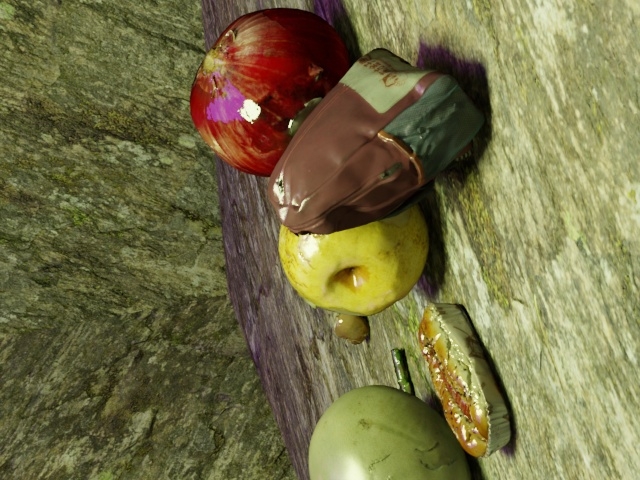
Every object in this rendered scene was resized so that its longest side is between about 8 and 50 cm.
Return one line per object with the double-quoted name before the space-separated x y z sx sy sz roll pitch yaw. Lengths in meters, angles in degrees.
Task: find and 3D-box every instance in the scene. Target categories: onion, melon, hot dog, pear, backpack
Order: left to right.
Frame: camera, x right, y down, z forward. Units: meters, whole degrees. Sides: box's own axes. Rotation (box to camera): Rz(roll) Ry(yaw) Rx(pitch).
"onion" -0.085 -0.290 1.945 0.341 0.341 0.341 169 90 -77
"pear" 0.055 -0.007 1.704 0.271 0.271 0.271 169 90 -77
"backpack" 0.067 -0.124 1.485 0.197 0.317 0.283 45 180 -21
"melon" 0.122 0.413 1.736 0.330 0.268 0.268 53 153 38
"hot dog" 0.222 0.219 1.583 0.144 0.075 0.268 98 155 -46

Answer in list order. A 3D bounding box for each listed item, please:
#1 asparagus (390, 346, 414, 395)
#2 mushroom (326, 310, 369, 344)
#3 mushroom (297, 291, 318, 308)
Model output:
"asparagus" 0.168 0.291 1.962 0.036 0.030 0.165 138 121 -63
"mushroom" 0.056 0.175 2.271 0.071 0.084 0.209 -57 13 4
"mushroom" 0.005 -0.007 2.214 0.100 0.081 0.312 -138 51 -56
